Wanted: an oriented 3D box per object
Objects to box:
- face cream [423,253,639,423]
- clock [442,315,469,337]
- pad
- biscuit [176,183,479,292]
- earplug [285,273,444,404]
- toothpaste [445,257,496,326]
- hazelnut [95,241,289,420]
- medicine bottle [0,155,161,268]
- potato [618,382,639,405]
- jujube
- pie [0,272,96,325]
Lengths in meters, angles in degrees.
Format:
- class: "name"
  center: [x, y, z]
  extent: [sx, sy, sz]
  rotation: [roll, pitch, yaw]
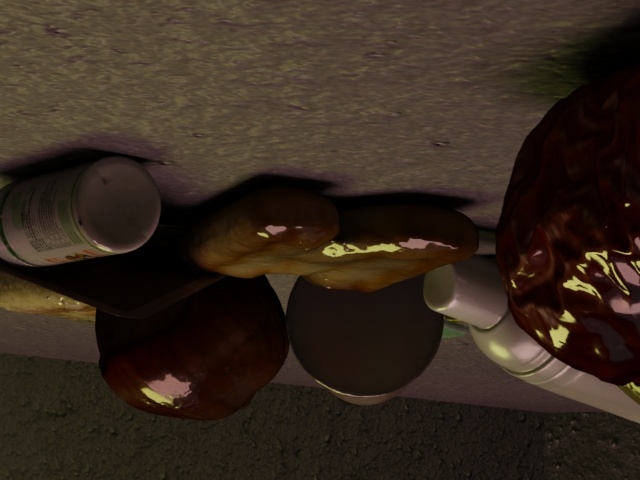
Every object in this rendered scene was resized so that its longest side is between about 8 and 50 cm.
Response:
- class: "face cream"
  center: [0.246, 0.084, 1.766]
  extent: [0.369, 0.145, 0.145]
  rotation: [21, 163, -28]
- class: "clock"
  center: [0.078, 0.087, 2.150]
  extent: [0.210, 0.066, 0.159]
  rotation: [0, 170, 24]
- class: "pad"
  center: [-0.209, 0.025, 1.662]
  extent: [0.176, 0.002, 0.266]
  rotation: [20, -166, 13]
- class: "biscuit"
  center: [0.000, 0.000, 1.640]
  extent: [0.236, 0.062, 0.290]
  rotation: [7, 170, -17]
- class: "earplug"
  center: [0.054, 0.119, 1.951]
  extent: [0.172, 0.172, 0.301]
  rotation: [3, 167, 3]
- class: "toothpaste"
  center: [0.268, 0.079, 1.999]
  extent: [0.110, 0.077, 0.327]
  rotation: [-3, 169, 31]
- class: "hazelnut"
  center: [-0.147, 0.104, 1.869]
  extent: [0.229, 0.230, 0.229]
  rotation: [3, 171, 0]
- class: "medicine bottle"
  center: [-0.224, -0.023, 1.499]
  extent: [0.086, 0.086, 0.183]
  rotation: [9, 169, -35]
- class: "potato"
  center: [0.386, 0.080, 1.371]
  extent: [0.359, 0.270, 0.219]
  rotation: [6, 153, 16]
- class: "jujube"
  center: [0.229, -0.026, 1.029]
  extent: [0.216, 0.216, 0.342]
  rotation: [5, 165, -11]
- class: "pie"
  center: [-0.287, 0.075, 2.196]
  extent: [0.337, 0.075, 0.337]
  rotation: [8, 172, 1]
